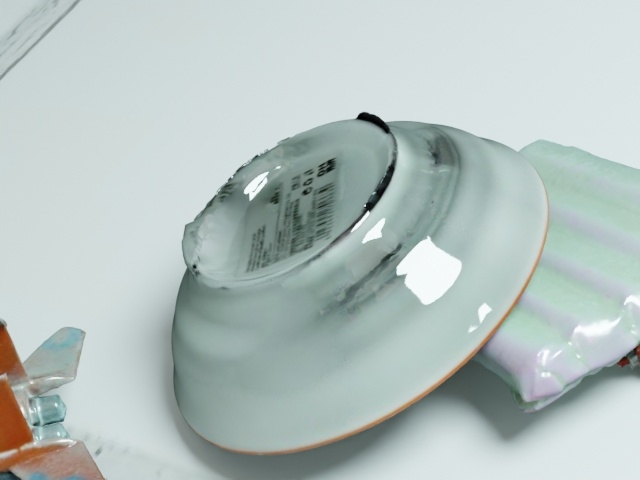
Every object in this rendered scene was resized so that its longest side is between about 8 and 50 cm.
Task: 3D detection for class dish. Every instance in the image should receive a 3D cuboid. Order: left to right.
[{"bbox_3d":[0.000,0.000,0.868,0.260,0.085,0.260,-26,31,18],"label":"dish"}]

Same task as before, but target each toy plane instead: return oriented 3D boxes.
[{"bbox_3d":[-0.288,0.149,0.865,0.326,0.104,0.223,-24,39,3],"label":"toy plane"}]

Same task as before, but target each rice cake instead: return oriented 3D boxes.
[{"bbox_3d":[0.135,0.012,0.860,0.189,0.037,0.198,-32,31,-12],"label":"rice cake"}]

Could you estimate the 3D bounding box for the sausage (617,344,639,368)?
[{"bbox_3d":[0.279,0.015,0.827,0.253,0.034,0.034,-27,40,-6],"label":"sausage"}]
